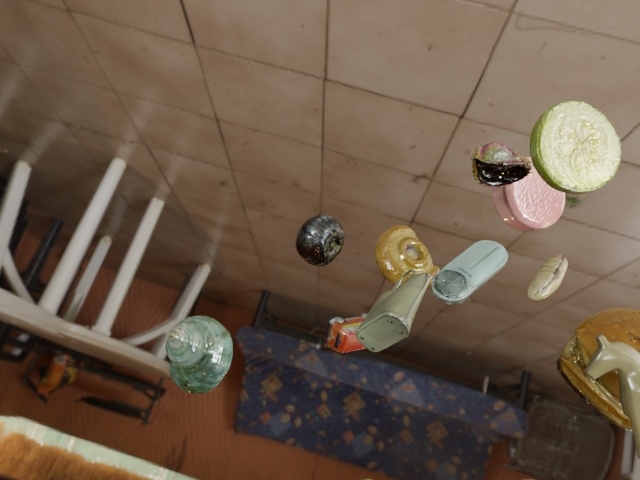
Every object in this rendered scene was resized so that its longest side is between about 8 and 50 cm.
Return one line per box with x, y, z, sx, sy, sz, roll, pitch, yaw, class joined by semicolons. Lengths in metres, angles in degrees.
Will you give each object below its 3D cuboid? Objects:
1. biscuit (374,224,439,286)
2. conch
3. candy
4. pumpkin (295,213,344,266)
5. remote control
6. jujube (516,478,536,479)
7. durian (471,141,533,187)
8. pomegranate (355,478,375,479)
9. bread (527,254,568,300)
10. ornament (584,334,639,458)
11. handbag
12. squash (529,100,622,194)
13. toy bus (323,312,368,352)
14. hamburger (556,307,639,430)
0.325;0.073;2.084;0.274;0.213;0.091;55;151;12;biscuit
-0.370;0.331;1.605;0.220;0.195;0.277;-27;143;-4;conch
0.680;-0.156;1.769;0.255;0.255;0.094;24;166;-15;candy
0.000;0.000;2.314;0.163;0.233;0.233;28;168;30;pumpkin
0.403;0.085;1.452;0.104;0.247;0.052;41;155;37;remote control
0.643;0.865;1.673;0.174;0.250;0.174;15;121;26;jujube
0.508;-0.225;1.561;0.186;0.108;0.119;3;144;-6;durian
0.089;0.842;1.461;0.216;0.358;0.310;39;154;54;pomegranate
0.654;0.099;1.538;0.073;0.214;0.053;19;130;34;bread
0.646;0.297;1.047;0.230;0.245;0.061;-9;175;9;ornament
0.250;0.208;1.728;0.109;0.315;0.241;48;132;-4;handbag
0.589;-0.213;1.242;0.219;0.219;0.041;20;166;-5;squash
0.144;0.371;2.145;0.265;0.121;0.119;0;-161;-43;toy bus
0.739;0.296;1.273;0.284;0.304;0.174;39;133;37;hamburger
